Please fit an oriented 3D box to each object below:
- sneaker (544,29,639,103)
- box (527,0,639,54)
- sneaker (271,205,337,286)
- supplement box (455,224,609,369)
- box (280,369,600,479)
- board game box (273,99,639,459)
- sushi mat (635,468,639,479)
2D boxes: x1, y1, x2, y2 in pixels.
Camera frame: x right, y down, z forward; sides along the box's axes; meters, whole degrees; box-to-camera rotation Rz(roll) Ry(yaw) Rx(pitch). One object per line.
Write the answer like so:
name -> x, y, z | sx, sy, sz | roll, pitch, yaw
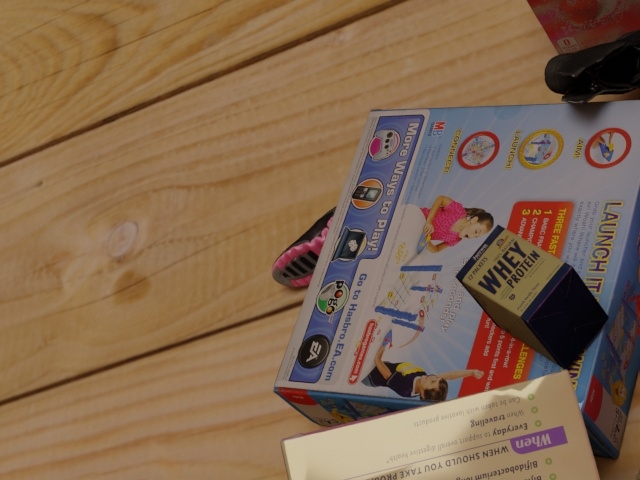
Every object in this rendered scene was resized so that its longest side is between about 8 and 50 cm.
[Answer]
sneaker -> 0.270, -0.156, 1.262 | 0.170, 0.051, 0.089 | -16, 12, -24
box -> 0.337, -0.302, 1.311 | 0.300, 0.154, 0.142 | -10, 54, 28
sneaker -> 0.000, 0.000, 1.414 | 0.119, 0.047, 0.057 | -37, 24, 6
supplement box -> 0.167, 0.045, 1.108 | 0.056, 0.083, 0.083 | -50, 45, -7
box -> 0.107, 0.241, 1.013 | 0.214, 0.117, 0.243 | -15, 74, 4
board game box -> 0.144, 0.026, 1.258 | 0.302, 0.086, 0.308 | 2, 61, 35
sushi mat -> 0.364, 0.230, 1.007 | 0.316, 0.019, 0.151 | 6, 64, 38
